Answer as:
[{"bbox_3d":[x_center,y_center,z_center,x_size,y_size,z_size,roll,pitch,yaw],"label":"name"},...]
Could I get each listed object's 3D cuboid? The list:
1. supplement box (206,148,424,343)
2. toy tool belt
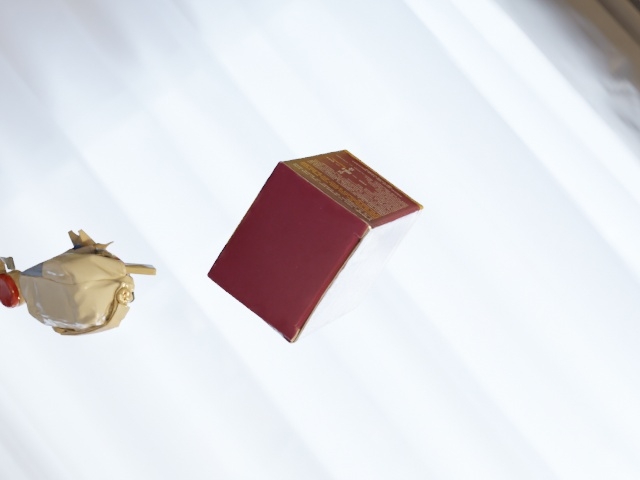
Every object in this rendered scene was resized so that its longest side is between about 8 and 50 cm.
[{"bbox_3d":[0.000,0.000,0.543,0.055,0.043,0.083,-56,169,15],"label":"supplement box"},{"bbox_3d":[-0.126,0.021,0.732,0.051,0.052,0.083,-25,-161,-40],"label":"toy tool belt"}]
